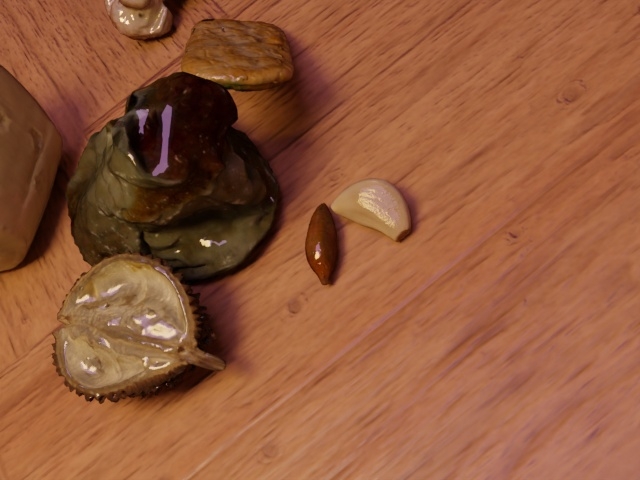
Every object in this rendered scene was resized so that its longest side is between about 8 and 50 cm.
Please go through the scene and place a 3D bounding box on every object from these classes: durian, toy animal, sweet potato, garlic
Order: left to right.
[{"bbox_3d":[-0.165,0.093,0.672,0.189,0.091,0.148,15,81,25],"label":"durian"},{"bbox_3d":[-0.237,-0.366,0.977,0.184,0.104,0.185,25,91,61],"label":"toy animal"},{"bbox_3d":[0.000,0.000,0.688,0.034,0.034,0.095,-13,56,16],"label":"sweet potato"},{"bbox_3d":[0.056,-0.034,0.682,0.083,0.041,0.053,31,82,25],"label":"garlic"}]

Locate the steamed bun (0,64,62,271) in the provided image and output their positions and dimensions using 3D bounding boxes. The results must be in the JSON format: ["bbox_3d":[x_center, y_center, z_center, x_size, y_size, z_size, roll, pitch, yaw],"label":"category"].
[{"bbox_3d":[-0.422,-0.074,0.800,0.170,0.200,0.225,-4,59,14],"label":"steamed bun"}]

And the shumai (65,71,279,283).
[{"bbox_3d":[-0.187,-0.083,0.714,0.272,0.203,0.222,-3,61,25],"label":"shumai"}]

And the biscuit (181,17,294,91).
[{"bbox_3d":[-0.092,-0.216,0.778,0.118,0.029,0.247,4,30,-9],"label":"biscuit"}]
